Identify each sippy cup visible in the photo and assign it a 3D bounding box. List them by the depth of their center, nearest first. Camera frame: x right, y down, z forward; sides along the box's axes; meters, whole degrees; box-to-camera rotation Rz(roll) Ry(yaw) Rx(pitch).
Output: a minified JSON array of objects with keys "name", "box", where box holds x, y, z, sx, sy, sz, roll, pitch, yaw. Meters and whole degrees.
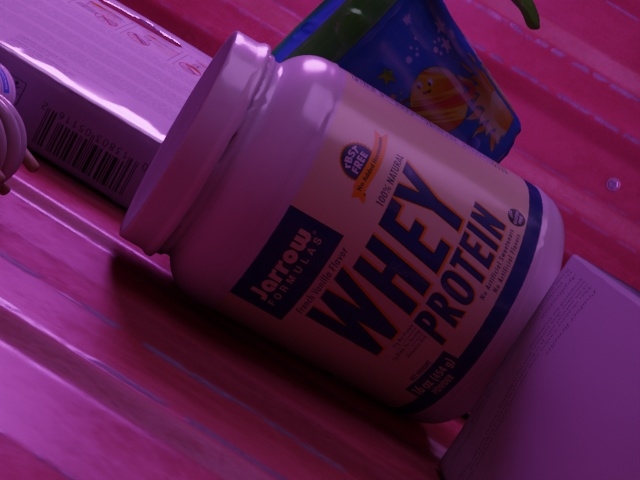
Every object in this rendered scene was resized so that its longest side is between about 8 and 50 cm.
[{"name":"sippy cup","box":[0.070,-0.139,1.233,0.224,0.240,0.305,45,-28,-11]}]

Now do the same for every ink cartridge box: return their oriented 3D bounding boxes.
[{"name":"ink cartridge box","box":[-0.266,-0.193,1.402,0.308,0.091,0.385,31,19,-1]}]

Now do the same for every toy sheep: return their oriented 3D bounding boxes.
[{"name":"toy sheep","box":[-0.265,-0.075,0.945,0.091,0.091,0.132,32,13,3]}]

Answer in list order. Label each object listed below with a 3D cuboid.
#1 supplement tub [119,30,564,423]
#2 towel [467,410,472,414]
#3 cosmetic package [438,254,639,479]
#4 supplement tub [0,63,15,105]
[{"name":"supplement tub","box":[0.017,-0.012,1.064,0.325,0.235,0.235,29,8,-12]},{"name":"towel","box":[0.185,0.178,1.307,0.197,0.029,0.144,32,7,-11]},{"name":"cosmetic package","box":[0.219,0.165,0.810,0.156,0.217,0.385,30,9,-10]},{"name":"supplement tub","box":[-0.331,-0.138,1.135,0.071,0.071,0.107,32,9,4]}]
